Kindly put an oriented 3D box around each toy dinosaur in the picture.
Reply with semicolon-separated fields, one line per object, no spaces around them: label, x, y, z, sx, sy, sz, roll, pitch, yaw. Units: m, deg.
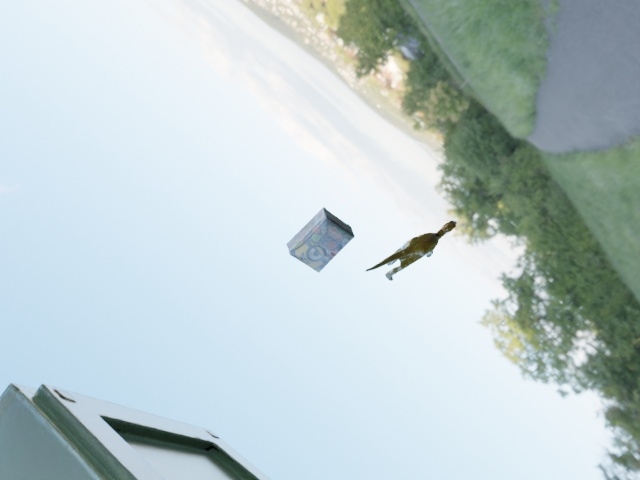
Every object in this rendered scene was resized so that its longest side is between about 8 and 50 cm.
toy dinosaur;0.139;0.009;0.766;0.039;0.126;0.162;55;-164;14

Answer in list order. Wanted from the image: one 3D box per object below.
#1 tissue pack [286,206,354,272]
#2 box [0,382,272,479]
tissue pack;0.000;0.000;0.772;0.063;0.083;0.035;33;-157;-27
box;-0.088;0.213;0.342;0.225;0.117;0.225;24;164;31
